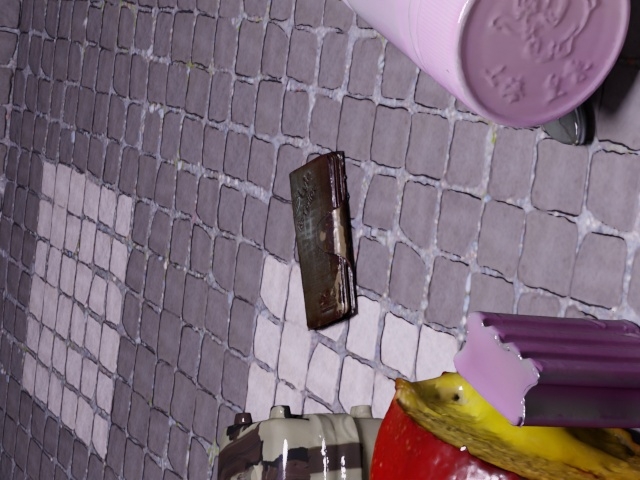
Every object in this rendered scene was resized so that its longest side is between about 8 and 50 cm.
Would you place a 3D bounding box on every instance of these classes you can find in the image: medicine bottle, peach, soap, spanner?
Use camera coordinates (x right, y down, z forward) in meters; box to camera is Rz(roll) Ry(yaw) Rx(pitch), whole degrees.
[{"bbox_3d":[0.151,-0.265,1.386,0.316,0.202,0.202,52,131,52],"label":"medicine bottle"},{"bbox_3d":[0.187,0.246,1.275,0.281,0.281,0.338,-54,45,42],"label":"peach"},{"bbox_3d":[0.239,0.122,1.258,0.122,0.203,0.065,45,123,53],"label":"soap"},{"bbox_3d":[0.248,-0.250,1.445,0.093,0.026,0.325,-37,56,53],"label":"spanner"}]

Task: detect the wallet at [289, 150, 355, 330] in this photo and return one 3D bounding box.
[{"bbox_3d":[0.000,0.000,1.831,0.122,0.031,0.232,-27,64,57],"label":"wallet"}]

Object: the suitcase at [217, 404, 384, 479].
[{"bbox_3d":[-0.014,0.376,1.658,0.351,0.194,0.339,148,123,-70],"label":"suitcase"}]
